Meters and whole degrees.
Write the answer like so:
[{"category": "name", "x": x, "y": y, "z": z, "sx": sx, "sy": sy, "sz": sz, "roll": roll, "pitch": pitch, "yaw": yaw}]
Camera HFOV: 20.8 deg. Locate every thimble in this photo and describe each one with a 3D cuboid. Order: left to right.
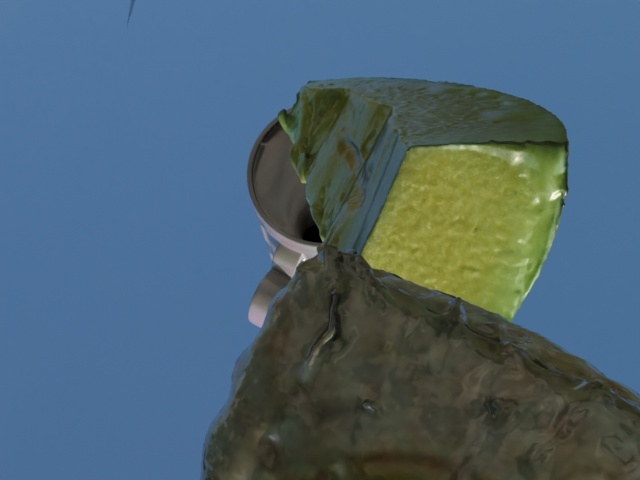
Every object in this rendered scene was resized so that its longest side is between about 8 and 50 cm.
[{"category": "thimble", "x": 0.046, "y": 0.100, "z": 0.541, "sx": 0.143, "sy": 0.190, "sz": 0.137, "roll": 25, "pitch": -144, "yaw": 33}]

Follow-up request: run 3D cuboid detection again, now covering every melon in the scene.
[{"category": "melon", "x": 0.059, "y": -0.038, "z": 1.170, "sx": 0.124, "sy": 0.196, "sz": 0.323, "roll": 28, "pitch": -166, "yaw": -18}]

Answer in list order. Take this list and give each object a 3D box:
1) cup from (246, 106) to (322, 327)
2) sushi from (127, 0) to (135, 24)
[{"category": "cup", "x": -0.006, "y": -0.013, "z": 1.785, "sx": 0.221, "sy": 0.202, "sz": 0.167, "roll": -29, "pitch": -115, "yaw": -10}, {"category": "sushi", "x": -0.066, "y": -0.237, "z": 0.970, "sx": 0.040, "sy": 0.193, "sz": 0.210, "roll": 9, "pitch": -101, "yaw": -10}]
